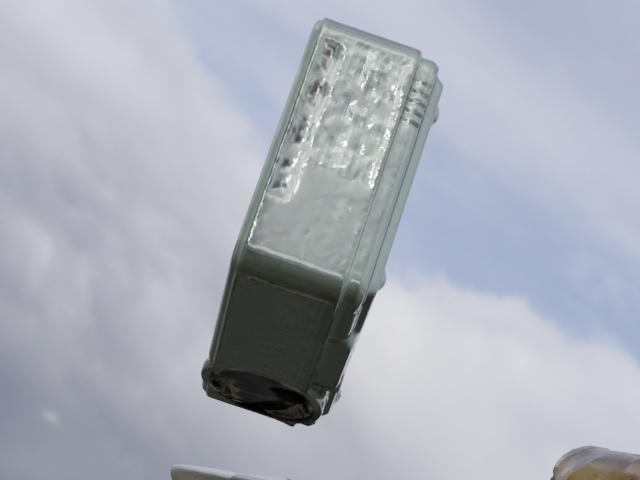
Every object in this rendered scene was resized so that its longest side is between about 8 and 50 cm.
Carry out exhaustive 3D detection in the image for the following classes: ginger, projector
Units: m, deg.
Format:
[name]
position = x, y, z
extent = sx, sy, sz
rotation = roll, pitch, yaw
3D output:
[ginger]
position = 0.275, 0.224, 1.749
extent = 0.190, 0.069, 0.095
rotation = 1, 3, 43
[projector]
position = 0.000, 0.000, 1.297
extent = 0.099, 0.192, 0.256
rotation = 20, -25, 1

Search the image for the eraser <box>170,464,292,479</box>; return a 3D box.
[eraser]
position = 0.047, 0.222, 1.435
extent = 0.352, 0.061, 0.089
rotation = 8, -7, 29
